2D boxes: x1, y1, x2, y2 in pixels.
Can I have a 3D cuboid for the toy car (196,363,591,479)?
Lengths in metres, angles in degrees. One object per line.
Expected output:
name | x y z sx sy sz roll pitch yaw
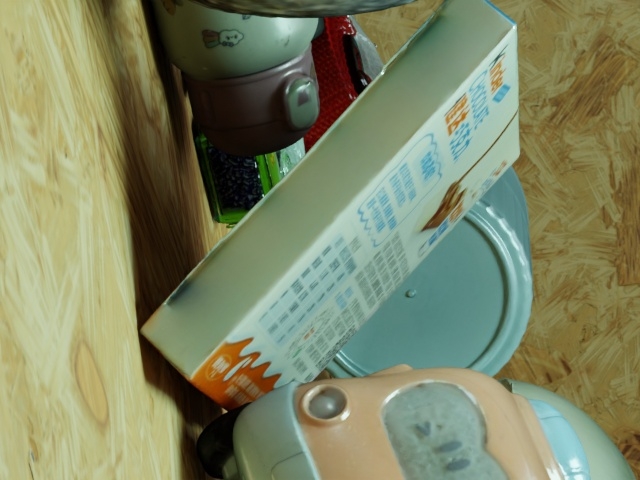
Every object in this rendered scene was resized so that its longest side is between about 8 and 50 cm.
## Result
toy car | 0.061 0.178 1.108 0.270 0.212 0.180 71 -3 -63

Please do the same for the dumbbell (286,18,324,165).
dumbbell | -0.032 -0.104 1.479 0.100 0.100 0.191 -88 167 -70

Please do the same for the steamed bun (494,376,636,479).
steamed bun | 0.157 0.298 1.698 0.374 0.334 0.334 -83 163 -66

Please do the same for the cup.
cup | 0.095 -0.015 1.935 0.311 0.257 0.331 -76 158 -76

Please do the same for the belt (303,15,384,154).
belt | -0.011 -0.138 1.715 0.128 0.124 0.201 49 21 -35

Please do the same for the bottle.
bottle | -0.060 -0.169 1.205 0.110 0.110 0.233 -91 170 -64

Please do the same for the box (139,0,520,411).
box | 0.020 -0.005 1.102 0.048 0.265 0.273 42 -6 14

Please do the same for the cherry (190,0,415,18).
cherry | -0.024 -0.237 0.983 0.255 0.296 0.218 78 33 -53

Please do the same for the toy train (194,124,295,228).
toy train | -0.065 -0.106 1.326 0.081 0.060 0.202 -78 157 -63
